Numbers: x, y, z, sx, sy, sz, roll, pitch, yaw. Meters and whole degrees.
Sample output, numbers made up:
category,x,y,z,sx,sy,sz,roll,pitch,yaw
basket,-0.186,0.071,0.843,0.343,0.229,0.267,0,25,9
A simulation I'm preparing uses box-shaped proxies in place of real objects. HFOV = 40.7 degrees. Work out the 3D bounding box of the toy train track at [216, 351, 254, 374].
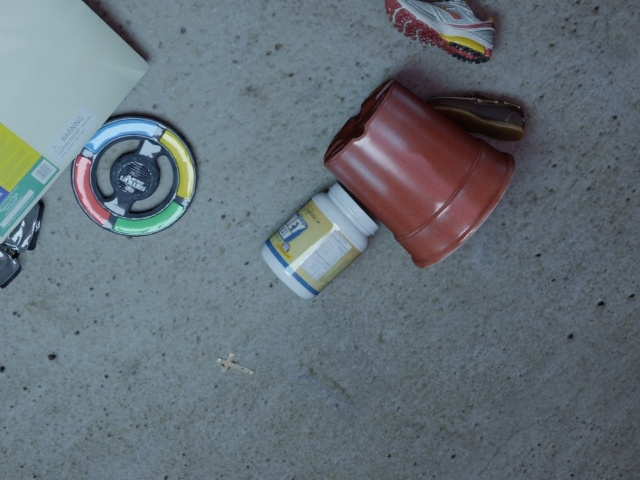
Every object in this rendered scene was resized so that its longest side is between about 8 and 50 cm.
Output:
category,x,y,z,sx,sy,sz,roll,pitch,yaw
toy train track,-0.174,0.259,1.762,0.083,0.014,0.048,23,102,-18

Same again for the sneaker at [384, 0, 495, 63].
category,x,y,z,sx,sy,sz,roll,pitch,yaw
sneaker,0.222,-0.409,1.596,0.225,0.088,0.093,21,82,-17

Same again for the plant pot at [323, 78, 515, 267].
category,x,y,z,sx,sy,sz,roll,pitch,yaw
plant pot,0.165,-0.137,1.584,0.265,0.272,0.272,39,97,-11

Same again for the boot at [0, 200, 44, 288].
category,x,y,z,sx,sy,sz,roll,pitch,yaw
boot,-0.593,-0.093,1.527,0.222,0.118,0.338,18,110,-23

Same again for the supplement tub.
category,x,y,z,sx,sy,sz,roll,pitch,yaw
supplement tub,0.000,0.000,1.643,0.199,0.144,0.144,-44,111,4

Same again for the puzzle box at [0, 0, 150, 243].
category,x,y,z,sx,sy,sz,roll,pitch,yaw
puzzle box,-0.512,-0.229,1.428,0.409,0.052,0.272,-51,128,-7

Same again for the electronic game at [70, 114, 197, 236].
category,x,y,z,sx,sy,sz,roll,pitch,yaw
electronic game,-0.342,-0.117,1.588,0.229,0.048,0.229,-4,109,-10

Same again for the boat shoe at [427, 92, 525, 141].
category,x,y,z,sx,sy,sz,roll,pitch,yaw
boat shoe,0.299,-0.247,1.667,0.207,0.073,0.073,11,68,-18
